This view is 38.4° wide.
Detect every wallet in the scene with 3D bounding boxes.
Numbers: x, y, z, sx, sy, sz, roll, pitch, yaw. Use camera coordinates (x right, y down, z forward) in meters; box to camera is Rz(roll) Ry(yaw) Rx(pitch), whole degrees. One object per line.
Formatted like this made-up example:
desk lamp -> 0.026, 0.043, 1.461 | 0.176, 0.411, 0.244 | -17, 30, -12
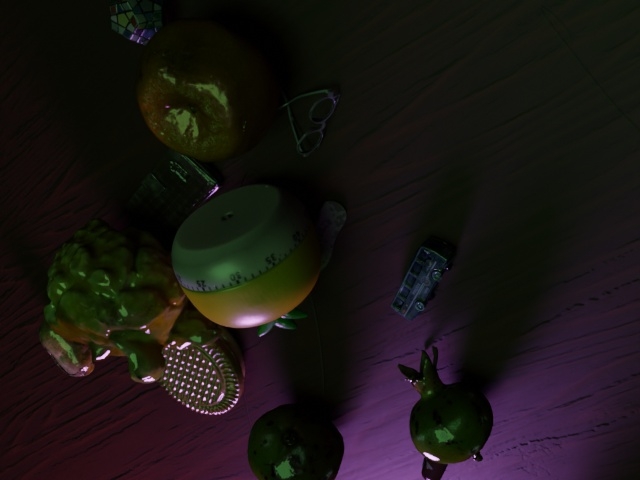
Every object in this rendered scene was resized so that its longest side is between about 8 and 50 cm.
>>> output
wallet -> -0.290, -0.091, 1.799 | 0.124, 0.042, 0.230 | 43, 133, -6

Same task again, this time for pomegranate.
pomegranate -> -0.051, 0.444, 1.904 | 0.202, 0.202, 0.248 | 25, 158, 16
pomegranate -> 0.227, 0.302, 1.676 | 0.156, 0.156, 0.220 | -37, 64, 40

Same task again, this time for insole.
insole -> 0.000, 0.000, 1.702 | 0.065, 0.006, 0.193 | 34, 129, 10

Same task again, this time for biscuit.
biscuit -> -0.268, 0.256, 1.973 | 0.259, 0.079, 0.259 | 16, 126, 23

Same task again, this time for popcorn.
popcorn -> -0.379, 0.100, 1.806 | 0.335, 0.274, 0.279 | 7, 134, 30

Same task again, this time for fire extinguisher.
fire extinguisher -> 0.230, 0.428, 1.797 | 0.064, 0.043, 0.158 | 50, 138, 36

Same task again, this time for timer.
timer -> -0.112, 0.064, 1.651 | 0.285, 0.285, 0.285 | 15, 124, 23

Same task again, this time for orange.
orange -> -0.180, -0.264, 1.537 | 0.248, 0.183, 0.249 | 15, 133, 17

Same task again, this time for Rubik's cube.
Rubik's cube -> -0.314, -0.395, 1.597 | 0.111, 0.111, 0.093 | 57, 154, -10

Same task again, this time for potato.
potato -> -0.596, 0.246, 2.165 | 0.107, 0.080, 0.170 | -33, 101, 32

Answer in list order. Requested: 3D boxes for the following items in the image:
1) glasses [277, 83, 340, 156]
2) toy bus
glasses -> -0.034, -0.224, 1.574 | 0.104, 0.062, 0.140 | 47, 135, 28
toy bus -> 0.179, 0.068, 1.609 | 0.065, 0.047, 0.166 | 34, 130, 14
